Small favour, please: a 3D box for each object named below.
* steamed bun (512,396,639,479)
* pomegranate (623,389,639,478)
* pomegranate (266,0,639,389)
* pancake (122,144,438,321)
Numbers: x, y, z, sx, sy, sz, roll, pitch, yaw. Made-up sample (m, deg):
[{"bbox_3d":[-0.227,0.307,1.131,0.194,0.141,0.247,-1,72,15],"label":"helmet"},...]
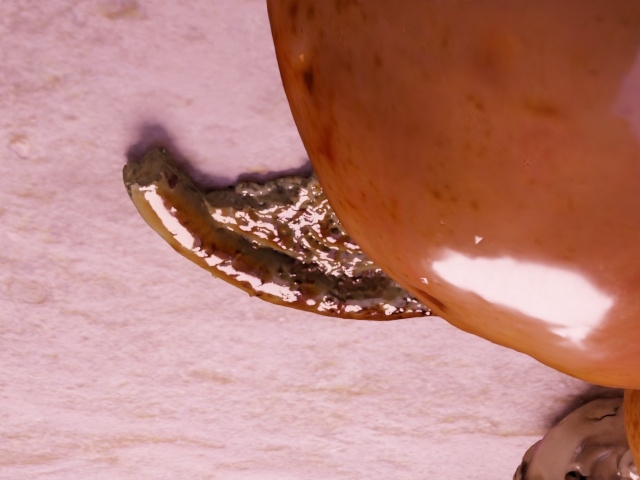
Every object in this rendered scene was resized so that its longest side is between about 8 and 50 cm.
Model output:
[{"bbox_3d":[0.357,0.314,1.056,0.280,0.207,0.268,40,94,-6],"label":"steamed bun"},{"bbox_3d":[0.435,0.134,0.740,0.417,0.416,0.416,0,136,0],"label":"pomegranate"},{"bbox_3d":[0.165,-0.127,0.489,0.412,0.411,0.411,0,136,0],"label":"pomegranate"},{"bbox_3d":[0.000,0.005,0.853,0.377,0.054,0.197,15,133,-16],"label":"pancake"}]
